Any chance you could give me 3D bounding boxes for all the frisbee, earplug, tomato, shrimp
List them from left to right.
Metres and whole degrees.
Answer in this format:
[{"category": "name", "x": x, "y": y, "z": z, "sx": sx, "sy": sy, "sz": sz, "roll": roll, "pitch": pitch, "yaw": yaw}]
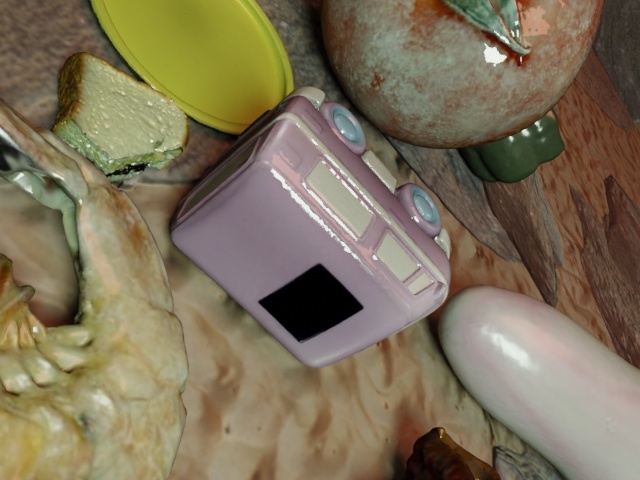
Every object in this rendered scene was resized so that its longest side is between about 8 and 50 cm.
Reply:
[{"category": "shrimp", "x": -0.197, "y": 0.007, "z": 0.307, "sx": 0.360, "sy": 0.085, "sz": 0.247, "roll": 50, "pitch": 37, "yaw": -22}, {"category": "frisbee", "x": -0.116, "y": -0.201, "z": 0.597, "sx": 0.236, "sy": 0.017, "sz": 0.236, "roll": 28, "pitch": 47, "yaw": -34}, {"category": "tomato", "x": 0.155, "y": -0.261, "z": 0.710, "sx": 0.282, "sy": 0.317, "sz": 0.316, "roll": 46, "pitch": 25, "yaw": -72}, {"category": "earplug", "x": 0.245, "y": 0.153, "z": 0.668, "sx": 0.301, "sy": 0.172, "sz": 0.172, "roll": 36, "pitch": 41, "yaw": -16}]

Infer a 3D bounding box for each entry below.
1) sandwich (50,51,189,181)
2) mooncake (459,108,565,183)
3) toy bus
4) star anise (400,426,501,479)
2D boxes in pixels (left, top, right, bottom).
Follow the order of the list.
[{"category": "sandwich", "x": -0.147, "y": -0.083, "z": 0.463, "sx": 0.105, "sy": 0.036, "sz": 0.093, "roll": 21, "pitch": 50, "yaw": -42}, {"category": "mooncake", "x": 0.291, "y": -0.161, "z": 0.918, "sx": 0.104, "sy": 0.168, "sz": 0.175, "roll": 52, "pitch": 52, "yaw": -11}, {"category": "toy bus", "x": 0.000, "y": 0.000, "z": 0.492, "sx": 0.202, "sy": 0.142, "sz": 0.142, "roll": 45, "pitch": 33, "yaw": -16}, {"category": "star anise", "x": 0.113, "y": 0.251, "z": 0.451, "sx": 0.190, "sy": 0.126, "sz": 0.220, "roll": 55, "pitch": 10, "yaw": -4}]
